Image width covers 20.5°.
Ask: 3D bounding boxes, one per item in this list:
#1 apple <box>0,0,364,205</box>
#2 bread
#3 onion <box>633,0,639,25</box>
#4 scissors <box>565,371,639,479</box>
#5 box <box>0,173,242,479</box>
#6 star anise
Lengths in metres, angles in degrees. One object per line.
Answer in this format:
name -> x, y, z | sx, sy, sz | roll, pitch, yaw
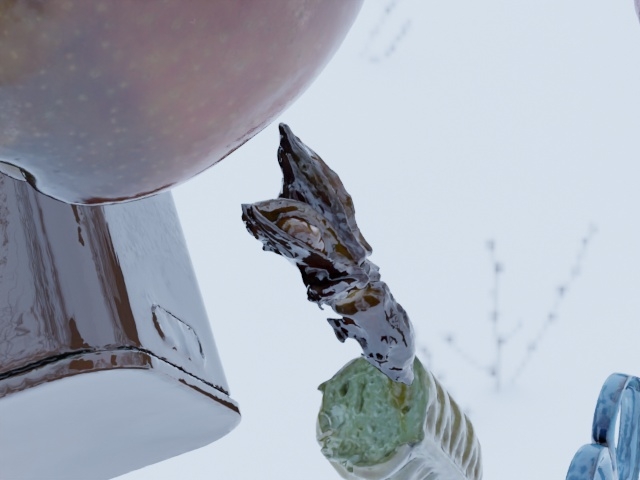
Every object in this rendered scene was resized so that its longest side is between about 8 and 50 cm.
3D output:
apple -> -0.098, -0.127, 0.703 | 0.230, 0.230, 0.230 | 0, 22, 0
bread -> 0.067, 0.160, 1.355 | 0.087, 0.098, 0.269 | 2, -20, 16
onion -> 0.371, -0.215, 1.598 | 0.177, 0.153, 0.177 | -10, 46, 11
scissors -> 0.188, 0.201, 1.129 | 0.030, 0.256, 0.125 | 9, 47, 24
box -> -0.256, 0.052, 1.167 | 0.339, 0.229, 0.239 | -20, -22, 12
star anise -> 0.004, -0.002, 1.148 | 0.053, 0.212, 0.157 | -26, 59, 17
